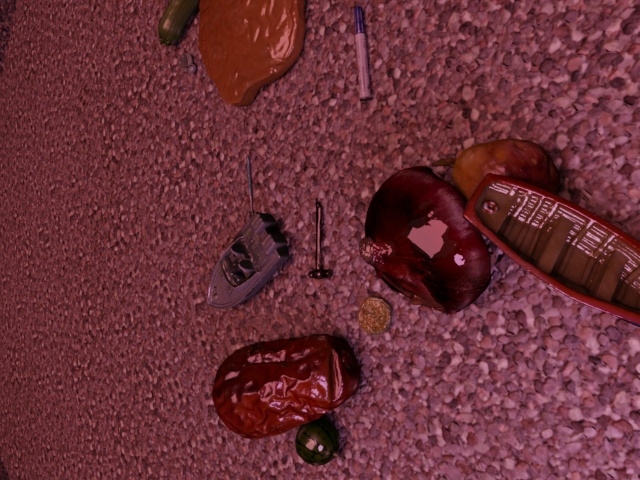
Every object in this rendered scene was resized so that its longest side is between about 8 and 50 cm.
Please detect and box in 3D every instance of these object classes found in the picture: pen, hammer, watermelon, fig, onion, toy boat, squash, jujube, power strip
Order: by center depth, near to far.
[{"bbox_3d":[0.385,0.038,0.754,0.392,0.079,0.136,32,71,8],"label":"toy boat"},{"bbox_3d":[0.276,-0.111,0.913,0.257,0.159,0.159,35,113,58],"label":"fig"},{"bbox_3d":[0.160,0.013,0.924,0.272,0.195,0.272,55,158,36],"label":"onion"},{"bbox_3d":[0.088,-0.396,1.127,0.025,0.025,0.204,-8,84,40],"label":"pen"},{"bbox_3d":[-0.004,0.440,1.154,0.109,0.109,0.109,0,90,40],"label":"watermelon"},{"bbox_3d":[-0.079,0.312,1.160,0.342,0.216,0.216,-20,77,24],"label":"jujube"},{"bbox_3d":[0.000,0.000,1.205,0.065,0.021,0.178,-1,87,40],"label":"hammer"},{"bbox_3d":[-0.198,0.070,1.321,0.319,0.092,0.141,-48,60,31],"label":"toy boat"},{"bbox_3d":[-0.401,-0.648,1.508,0.077,0.068,0.219,48,120,10],"label":"squash"},{"bbox_3d":[-0.387,-0.507,1.519,0.083,0.035,0.055,49,119,32],"label":"power strip"}]

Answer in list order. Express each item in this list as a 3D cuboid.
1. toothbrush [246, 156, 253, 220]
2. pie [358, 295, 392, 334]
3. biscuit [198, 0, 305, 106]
[{"bbox_3d":[-0.183,-0.132,1.359,0.011,0.014,0.167,-8,85,49],"label":"toothbrush"},{"bbox_3d":[0.114,0.158,1.105,0.084,0.021,0.084,-3,85,37],"label":"pie"},{"bbox_3d":[-0.188,-0.560,1.334,0.365,0.062,0.385,-32,70,36],"label":"biscuit"}]
